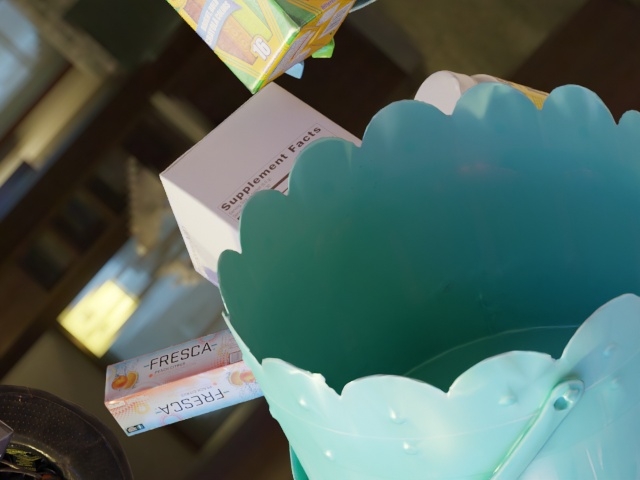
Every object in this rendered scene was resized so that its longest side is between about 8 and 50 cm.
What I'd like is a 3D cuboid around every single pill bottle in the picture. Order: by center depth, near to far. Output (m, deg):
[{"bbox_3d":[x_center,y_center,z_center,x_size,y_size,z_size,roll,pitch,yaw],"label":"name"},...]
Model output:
[{"bbox_3d":[0.221,-0.138,2.406,0.208,0.119,0.119,13,-166,-35],"label":"pill bottle"}]

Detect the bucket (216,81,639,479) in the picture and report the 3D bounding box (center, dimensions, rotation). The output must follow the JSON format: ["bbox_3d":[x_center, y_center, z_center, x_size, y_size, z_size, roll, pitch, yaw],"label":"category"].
[{"bbox_3d":[0.089,0.058,1.122,0.281,0.281,0.183,37,152,53],"label":"bucket"}]

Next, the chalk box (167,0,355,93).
[{"bbox_3d":[-0.078,-0.292,2.078,0.213,0.132,0.132,46,143,6],"label":"chalk box"}]

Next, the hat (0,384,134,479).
[{"bbox_3d":[-0.343,0.332,2.193,0.331,0.331,0.134,41,175,10],"label":"hat"}]

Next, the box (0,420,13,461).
[{"bbox_3d":[-0.422,0.140,1.611,0.270,0.060,0.216,34,-153,12],"label":"box"}]

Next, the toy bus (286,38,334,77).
[{"bbox_3d":[-0.066,-0.324,2.475,0.191,0.202,0.104,10,147,-5],"label":"toy bus"}]

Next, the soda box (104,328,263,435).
[{"bbox_3d":[-0.139,0.149,2.118,0.058,0.183,0.063,-91,-21,-47],"label":"soda box"}]

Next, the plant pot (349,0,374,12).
[{"bbox_3d":[-0.003,-0.436,2.342,0.196,0.293,0.293,56,-176,30],"label":"plant pot"}]

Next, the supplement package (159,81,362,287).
[{"bbox_3d":[0.000,0.000,2.093,0.293,0.175,0.177,35,157,33],"label":"supplement package"}]
